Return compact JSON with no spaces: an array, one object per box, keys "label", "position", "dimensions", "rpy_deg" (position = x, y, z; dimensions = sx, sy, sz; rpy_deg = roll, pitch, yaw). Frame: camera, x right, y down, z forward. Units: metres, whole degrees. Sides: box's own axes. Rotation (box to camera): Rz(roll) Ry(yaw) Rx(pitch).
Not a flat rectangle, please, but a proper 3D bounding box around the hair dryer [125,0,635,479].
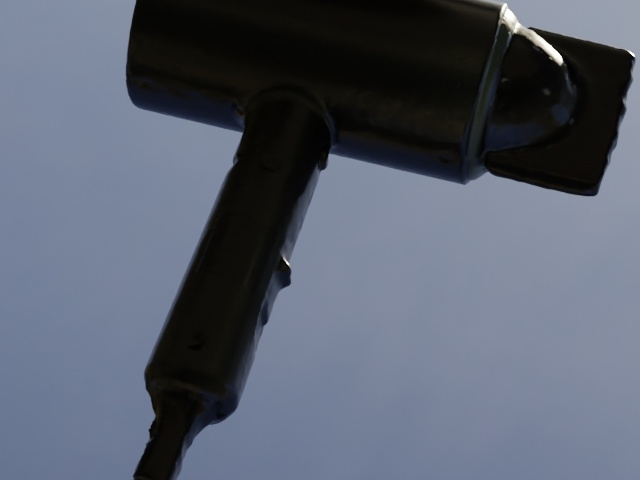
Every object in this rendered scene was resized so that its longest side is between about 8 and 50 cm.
[{"label":"hair dryer","position":[0.000,0.000,0.760],"dimensions":[0.196,0.078,0.248],"rpy_deg":[14,-121,10]}]
